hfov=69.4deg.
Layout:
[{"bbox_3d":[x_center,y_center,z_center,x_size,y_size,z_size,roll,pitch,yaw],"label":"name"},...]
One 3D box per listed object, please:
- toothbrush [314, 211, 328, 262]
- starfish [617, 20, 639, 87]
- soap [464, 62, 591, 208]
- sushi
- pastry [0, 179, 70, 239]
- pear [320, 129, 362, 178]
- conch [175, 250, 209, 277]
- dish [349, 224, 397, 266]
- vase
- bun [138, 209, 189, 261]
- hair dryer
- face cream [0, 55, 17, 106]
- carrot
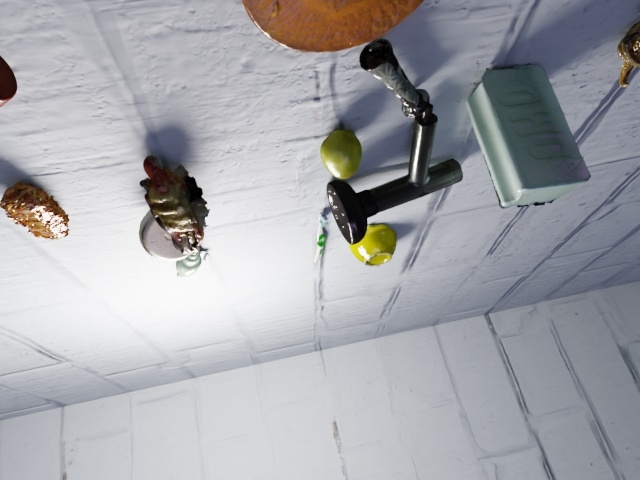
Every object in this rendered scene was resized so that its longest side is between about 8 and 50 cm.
[{"bbox_3d":[-0.001,-0.002,1.328,0.030,0.030,0.304,-10,156,-9],"label":"toothbrush"},{"bbox_3d":[0.631,-0.370,0.851,0.147,0.074,0.189,-8,153,-10],"label":"starfish"},{"bbox_3d":[0.383,-0.199,0.869,0.150,0.261,0.094,-7,162,-17],"label":"soap"},{"bbox_3d":[-0.280,-0.072,0.925,0.097,0.103,0.225,6,134,28],"label":"sushi"},{"bbox_3d":[-0.551,-0.058,0.907,0.087,0.063,0.169,-1,157,-6],"label":"pastry"},{"bbox_3d":[0.041,-0.173,0.934,0.092,0.096,0.092,1,-177,0],"label":"pear"},{"bbox_3d":[-0.346,0.051,1.232,0.065,0.088,0.180,41,144,-6],"label":"conch"},{"bbox_3d":[0.168,0.027,1.405,0.149,0.079,0.207,-18,155,7],"label":"dish"},{"bbox_3d":[0.133,-0.278,0.806,0.059,0.059,0.167,-28,150,26],"label":"vase"},{"bbox_3d":[-0.338,-0.029,1.038,0.138,0.094,0.138,-13,123,-21],"label":"bun"},{"bbox_3d":[0.155,-0.170,1.035,0.321,0.155,0.284,-28,133,-1],"label":"hair dryer"},{"bbox_3d":[-0.527,-0.181,0.630,0.214,0.095,0.096,-24,152,19],"label":"face cream"},{"bbox_3d":[0.038,-0.370,0.559,0.307,0.100,0.258,-33,147,19],"label":"carrot"}]
